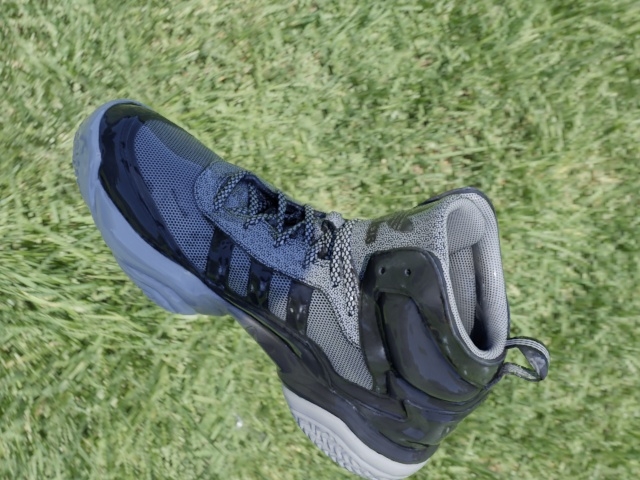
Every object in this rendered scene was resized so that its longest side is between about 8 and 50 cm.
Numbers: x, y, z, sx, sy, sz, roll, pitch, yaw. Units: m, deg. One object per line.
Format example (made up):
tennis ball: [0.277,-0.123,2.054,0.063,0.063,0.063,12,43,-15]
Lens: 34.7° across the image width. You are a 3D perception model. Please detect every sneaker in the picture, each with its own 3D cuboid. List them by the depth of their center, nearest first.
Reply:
sneaker: [0.000,0.000,0.540,0.268,0.153,0.101,46,39,-6]
